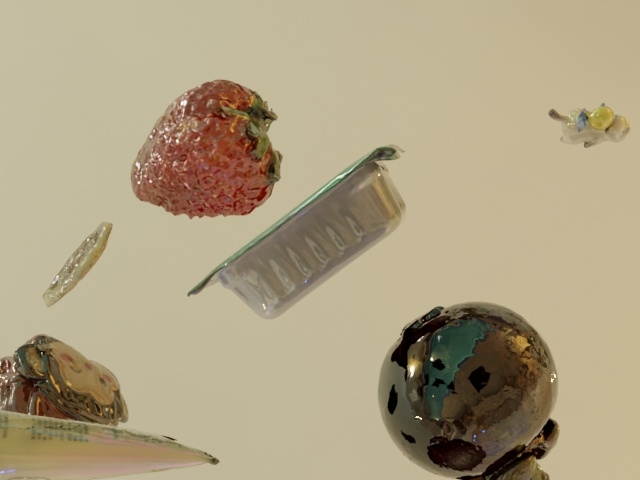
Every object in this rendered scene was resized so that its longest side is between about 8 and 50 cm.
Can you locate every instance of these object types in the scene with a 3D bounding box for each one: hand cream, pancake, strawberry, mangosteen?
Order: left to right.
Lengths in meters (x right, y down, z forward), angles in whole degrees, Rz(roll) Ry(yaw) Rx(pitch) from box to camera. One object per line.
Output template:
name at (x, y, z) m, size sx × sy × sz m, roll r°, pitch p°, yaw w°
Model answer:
hand cream at (-0.123, 0.096, 0.391) m, size 0.143 × 0.061 × 0.039 m, roll 9°, pitch -102°, yaw -23°
pancake at (-0.318, 0.031, 1.133) m, size 0.022 × 0.139 × 0.139 m, roll 41°, pitch -130°, yaw -17°
strawberry at (-0.111, -0.085, 0.813) m, size 0.148 × 0.131 × 0.131 m, roll -3°, pitch -128°, yaw 1°
mangosteen at (0.194, 0.202, 1.040) m, size 0.228 × 0.228 × 0.265 m, roll -32°, pitch -95°, yaw -30°

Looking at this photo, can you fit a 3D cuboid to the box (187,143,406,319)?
box at (0.000, 0.000, 1.216) m, size 0.337 × 0.264 × 0.106 m, roll -38°, pitch -92°, yaw 11°

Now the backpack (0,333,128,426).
backpack at (-0.397, 0.261, 1.287) m, size 0.229 × 0.139 × 0.229 m, roll 46°, pitch -155°, yaw -28°

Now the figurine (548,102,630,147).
figurine at (0.308, -0.135, 0.987) m, size 0.083 × 0.050 × 0.047 m, roll 2°, pitch -105°, yaw 37°
